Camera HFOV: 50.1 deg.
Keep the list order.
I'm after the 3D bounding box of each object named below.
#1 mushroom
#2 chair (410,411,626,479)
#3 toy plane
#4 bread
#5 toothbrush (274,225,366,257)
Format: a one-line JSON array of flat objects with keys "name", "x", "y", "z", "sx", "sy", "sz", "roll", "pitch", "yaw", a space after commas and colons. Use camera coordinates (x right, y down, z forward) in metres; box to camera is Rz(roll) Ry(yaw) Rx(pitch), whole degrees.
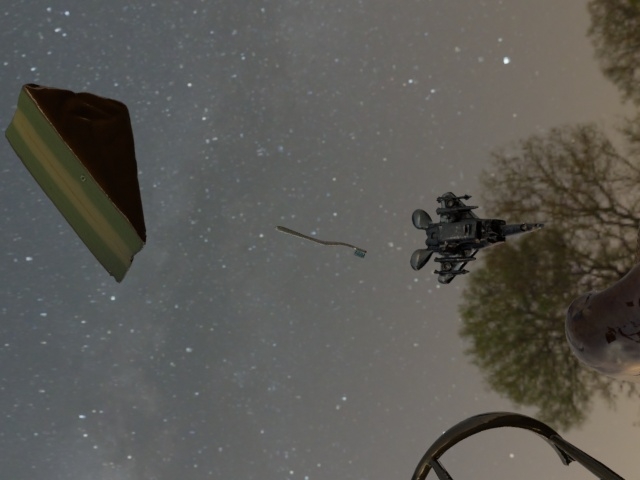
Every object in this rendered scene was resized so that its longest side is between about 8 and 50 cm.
[{"name": "mushroom", "x": 0.450, "y": 0.081, "z": 0.810, "sx": 0.254, "sy": 0.267, "sz": 0.267, "roll": -50, "pitch": -51, "yaw": -24}, {"name": "chair", "x": 0.205, "y": 0.291, "z": 0.618, "sx": 0.272, "sy": 0.188, "sz": 0.166, "roll": -129, "pitch": 32, "yaw": -72}, {"name": "toy plane", "x": 0.261, "y": -0.012, "z": 1.171, "sx": 0.078, "sy": 0.246, "sz": 0.169, "roll": 15, "pitch": -106, "yaw": -37}, {"name": "bread", "x": -0.192, "y": -0.042, "z": 0.535, "sx": 0.084, "sy": 0.074, "sz": 0.139, "roll": 4, "pitch": -121, "yaw": -36}, {"name": "toothbrush", "x": 0.000, "y": 0.000, "z": 0.945, "sx": 0.011, "sy": 0.131, "sz": 0.013, "roll": -70, "pitch": -3, "yaw": -78}]
